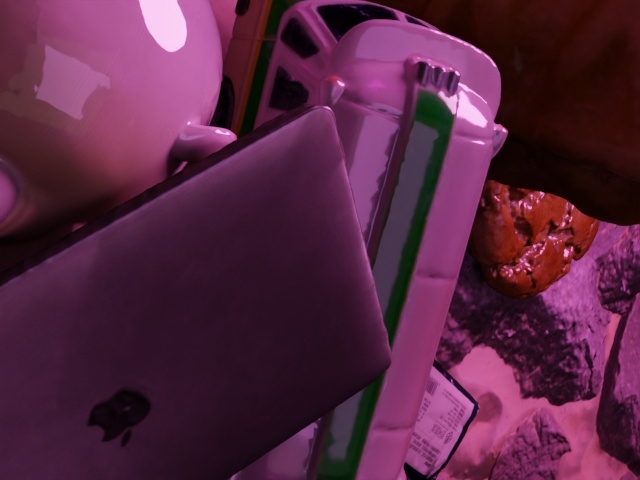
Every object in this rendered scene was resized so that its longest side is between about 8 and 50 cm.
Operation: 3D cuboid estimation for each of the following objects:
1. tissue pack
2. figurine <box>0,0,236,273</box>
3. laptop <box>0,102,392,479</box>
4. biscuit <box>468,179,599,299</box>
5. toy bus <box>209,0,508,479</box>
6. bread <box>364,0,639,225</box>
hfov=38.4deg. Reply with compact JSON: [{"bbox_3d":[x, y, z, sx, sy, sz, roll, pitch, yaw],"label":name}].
[{"bbox_3d":[0.053,0.128,0.764,0.103,0.090,0.170,-57,134,-13],"label":"tissue pack"},{"bbox_3d":[-0.192,0.019,0.435,0.394,0.227,0.274,-59,165,-2],"label":"figurine"},{"bbox_3d":[-0.089,0.072,0.402,0.269,0.015,0.187,-32,136,-15],"label":"laptop"},{"bbox_3d":[0.224,-0.043,0.908,0.226,0.042,0.225,-19,118,-41],"label":"biscuit"},{"bbox_3d":[0.000,0.000,0.570,0.143,0.179,0.305,12,97,-27],"label":"toy bus"},{"bbox_3d":[0.175,-0.134,0.680,0.238,0.252,0.196,44,69,-50],"label":"bread"}]
